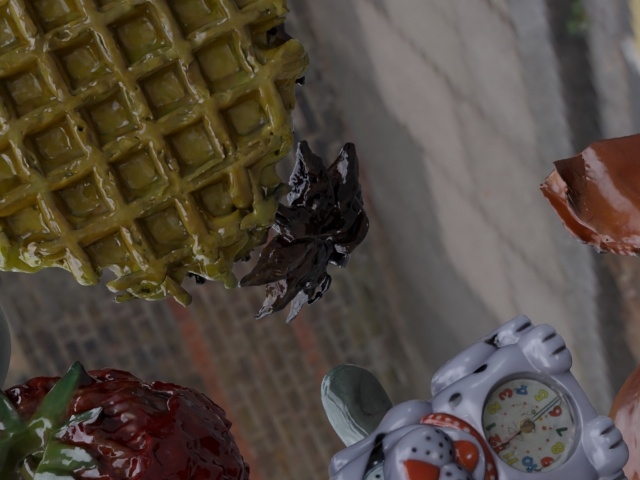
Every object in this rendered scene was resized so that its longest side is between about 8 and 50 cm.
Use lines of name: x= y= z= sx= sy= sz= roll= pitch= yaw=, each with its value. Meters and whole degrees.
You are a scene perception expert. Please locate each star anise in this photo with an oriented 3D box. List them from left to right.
star anise: x=0.000 y=0.000 z=2.372 sx=0.102 sy=0.272 sz=0.272 roll=22 pitch=150 yaw=28

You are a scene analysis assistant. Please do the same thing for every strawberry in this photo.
strawberry: x=-0.176 y=0.259 z=1.752 sx=0.310 sy=0.292 sz=0.292 roll=21 pitch=-149 yaw=-49

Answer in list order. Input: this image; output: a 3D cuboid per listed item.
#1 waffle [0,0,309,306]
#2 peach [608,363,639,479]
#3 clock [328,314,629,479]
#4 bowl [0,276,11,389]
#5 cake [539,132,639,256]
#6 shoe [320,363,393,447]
waffle: x=-0.203 y=-0.133 z=1.882 sx=0.095 sy=0.379 sz=0.382 roll=-176 pitch=100 yaw=-84
peach: x=0.483 y=0.232 z=2.123 sx=0.343 sy=0.342 sz=0.302 roll=77 pitch=-166 yaw=-57
clock: x=0.108 y=0.193 z=1.573 sx=0.189 sy=0.254 sz=0.189 roll=43 pitch=145 yaw=40
bowl: x=-0.513 y=0.075 z=2.293 sx=0.354 sy=0.185 sz=0.354 roll=30 pitch=161 yaw=11
cake: x=0.371 y=-0.064 z=2.080 sx=0.135 sy=0.287 sz=0.098 roll=48 pitch=138 yaw=25
shoe: x=0.073 y=0.228 z=2.120 sx=0.078 sy=0.079 sz=0.195 roll=-17 pitch=98 yaw=61
